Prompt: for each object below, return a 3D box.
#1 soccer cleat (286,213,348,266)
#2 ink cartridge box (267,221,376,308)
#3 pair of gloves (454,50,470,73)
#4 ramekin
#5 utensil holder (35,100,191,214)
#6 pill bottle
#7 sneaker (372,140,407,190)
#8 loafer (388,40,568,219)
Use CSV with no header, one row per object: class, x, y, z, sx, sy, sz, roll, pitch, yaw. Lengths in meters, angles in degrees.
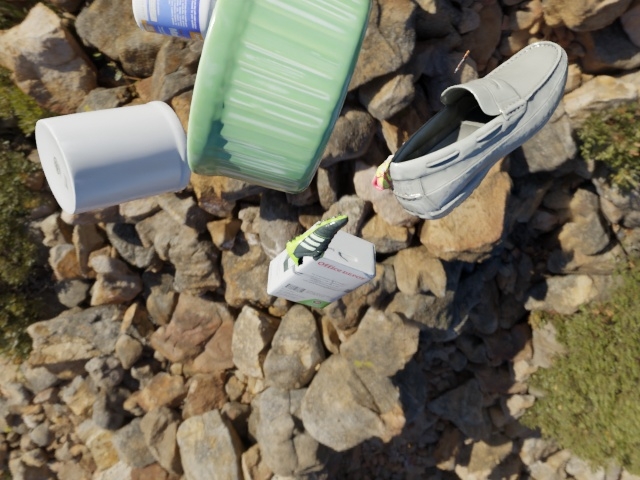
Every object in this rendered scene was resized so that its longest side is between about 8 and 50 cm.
soccer cleat,0.000,0.000,1.008,0.179,0.060,0.072,-30,88,32
ink cartridge box,0.001,0.086,1.363,0.211,0.121,0.289,21,142,-27
pair of gloves,0.450,-0.563,1.420,0.010,0.083,0.074,35,115,6
ramekin,-0.049,-0.208,0.577,0.148,0.303,0.303,18,115,-8
utensil holder,-0.691,-0.282,1.513,0.386,0.328,0.327,-22,125,-39
pill bottle,-0.358,-0.640,1.243,0.272,0.152,0.152,9,116,-1
sneaker,0.172,-0.150,1.001,0.094,0.208,0.081,-43,92,-8
loafer,0.214,-0.166,0.595,0.319,0.112,0.111,-47,130,-12
